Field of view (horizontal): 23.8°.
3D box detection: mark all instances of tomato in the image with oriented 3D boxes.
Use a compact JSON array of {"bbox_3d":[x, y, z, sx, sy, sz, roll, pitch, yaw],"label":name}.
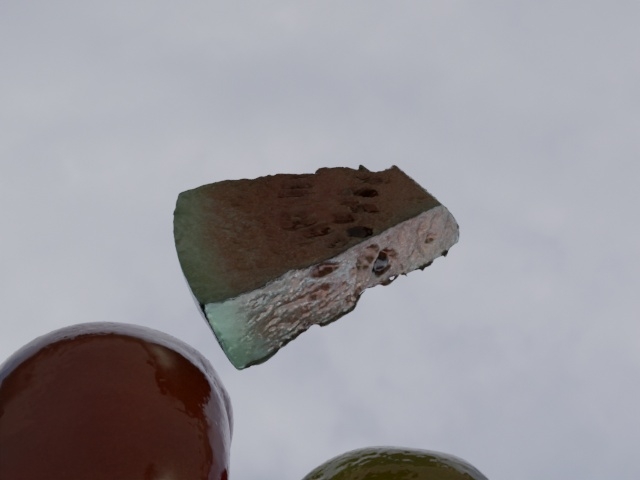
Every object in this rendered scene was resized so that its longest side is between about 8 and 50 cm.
[{"bbox_3d":[-0.191,0.212,1.241,0.226,0.299,0.299,15,-137,-6],"label":"tomato"}]

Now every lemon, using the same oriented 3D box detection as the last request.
[{"bbox_3d":[0.065,0.271,1.355,0.248,0.184,0.184,6,-136,-1],"label":"lemon"}]

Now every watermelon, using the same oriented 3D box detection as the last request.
[{"bbox_3d":[0.000,0.000,1.280,0.241,0.094,0.154,-16,-132,-7],"label":"watermelon"}]
